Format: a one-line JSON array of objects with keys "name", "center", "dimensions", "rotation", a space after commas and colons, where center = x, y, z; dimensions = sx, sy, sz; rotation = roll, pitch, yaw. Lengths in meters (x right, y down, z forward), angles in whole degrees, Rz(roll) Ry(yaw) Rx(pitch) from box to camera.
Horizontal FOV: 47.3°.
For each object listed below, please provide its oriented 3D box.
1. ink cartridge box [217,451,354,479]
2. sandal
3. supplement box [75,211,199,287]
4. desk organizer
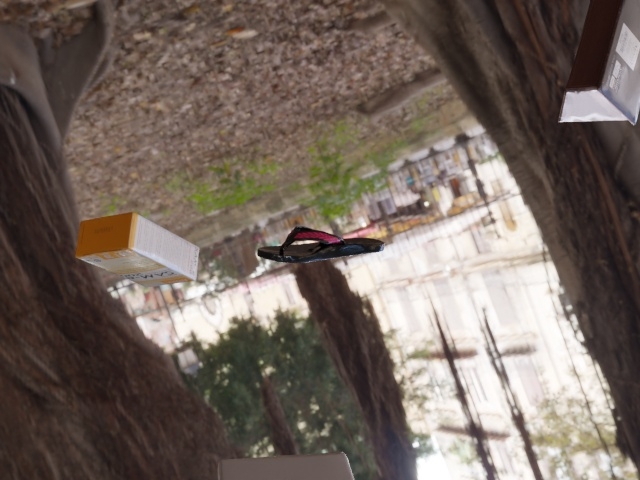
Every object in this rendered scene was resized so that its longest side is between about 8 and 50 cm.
[{"name": "ink cartridge box", "center": [-0.036, 0.491, 0.827], "dimensions": [0.166, 0.395, 0.285], "rotation": [0, -159, -11]}, {"name": "sandal", "center": [0.000, 0.000, 0.949], "dimensions": [0.179, 0.040, 0.067], "rotation": [-6, -164, -24]}, {"name": "supplement box", "center": [-0.165, 0.011, 0.668], "dimensions": [0.062, 0.036, 0.098], "rotation": [-9, 157, 26]}, {"name": "desk organizer", "center": [0.169, -0.137, 0.432], "dimensions": [0.047, 0.130, 0.050], "rotation": [24, 170, -40]}]
